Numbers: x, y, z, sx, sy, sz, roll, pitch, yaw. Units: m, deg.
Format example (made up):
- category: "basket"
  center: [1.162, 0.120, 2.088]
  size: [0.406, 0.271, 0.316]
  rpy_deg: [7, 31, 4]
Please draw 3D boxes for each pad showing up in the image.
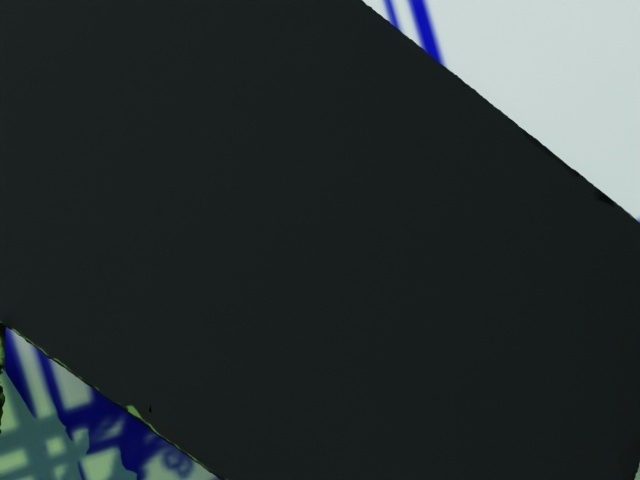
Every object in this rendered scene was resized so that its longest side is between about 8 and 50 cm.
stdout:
- category: "pad"
  center: [0.000, 0.000, 0.777]
  size: [0.367, 0.007, 0.248]
  rpy_deg: [36, 53, -15]

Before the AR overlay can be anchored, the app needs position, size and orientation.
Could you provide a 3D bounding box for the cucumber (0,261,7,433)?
- category: "cucumber"
  center: [-0.294, 0.031, 0.665]
  size: [0.359, 0.096, 0.096]
  rpy_deg: [5, 85, -21]
